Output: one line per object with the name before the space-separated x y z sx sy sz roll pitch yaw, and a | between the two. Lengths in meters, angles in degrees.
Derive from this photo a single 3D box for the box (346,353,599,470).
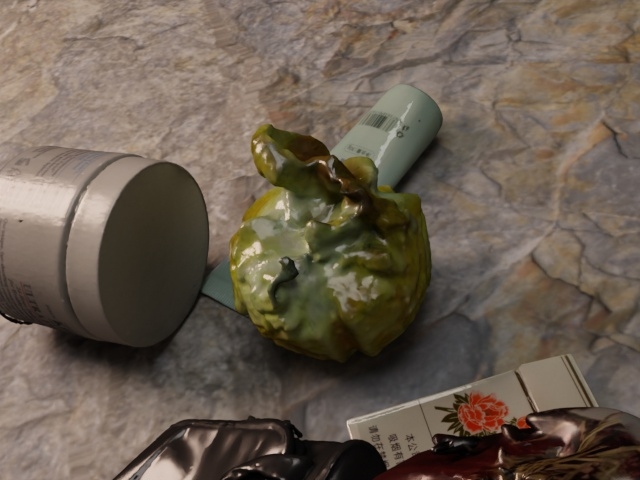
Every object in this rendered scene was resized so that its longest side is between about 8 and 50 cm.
box | 0.127 0.162 0.887 0.198 0.029 0.109 -17 42 -1

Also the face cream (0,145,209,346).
face cream | -0.214 0.003 1.049 0.152 0.177 0.177 8 47 27

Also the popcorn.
popcorn | 0.000 0.000 0.974 0.197 0.213 0.198 -9 19 3

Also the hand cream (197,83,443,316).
hand cream | 0.013 -0.045 1.131 0.109 0.067 0.321 24 59 34

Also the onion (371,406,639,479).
onion | 0.133 0.222 0.583 0.313 0.232 0.314 -4 19 1

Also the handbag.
handbag | -0.103 0.230 0.767 0.244 0.088 0.275 -8 27 49
